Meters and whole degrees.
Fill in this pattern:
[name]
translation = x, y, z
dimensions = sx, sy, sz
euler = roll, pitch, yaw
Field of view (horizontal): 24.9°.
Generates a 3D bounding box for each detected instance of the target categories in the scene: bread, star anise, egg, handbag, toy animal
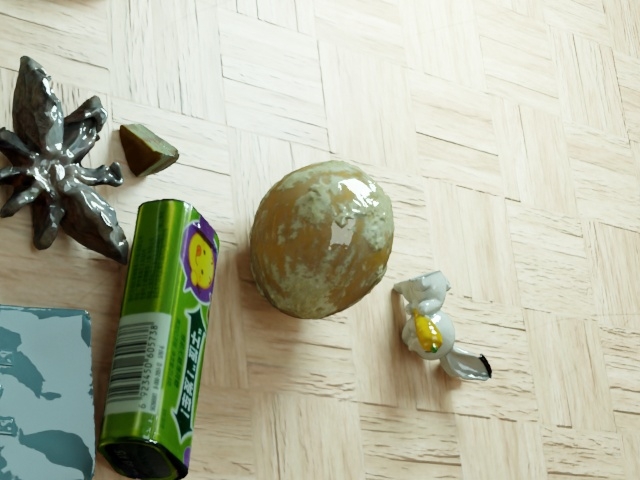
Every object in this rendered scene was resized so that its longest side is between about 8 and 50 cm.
[bread]
translation = -0.234, -0.114, 1.971
dimensions = 0.043, 0.109, 0.062
euler = -11, 122, -41
[star anise]
translation = -0.330, -0.104, 1.837
dimensions = 0.198, 0.110, 0.258
euler = 9, 71, -40
[egg]
translation = 0.000, 0.000, 2.029
dimensions = 0.203, 0.203, 0.245
euler = 40, 55, -22
[handbag]
translation = -0.345, 0.187, 1.728
dimensions = 0.144, 0.057, 0.221
euler = 9, 66, -32
[toy animal]
translation = 0.185, 0.138, 2.197
dimensions = 0.127, 0.131, 0.182
euler = -14, 90, -24

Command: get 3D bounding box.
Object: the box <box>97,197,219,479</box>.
[box]
translation = -0.204, 0.126, 1.840
dimensions = 0.134, 0.097, 0.346
euler = 54, 34, -53
